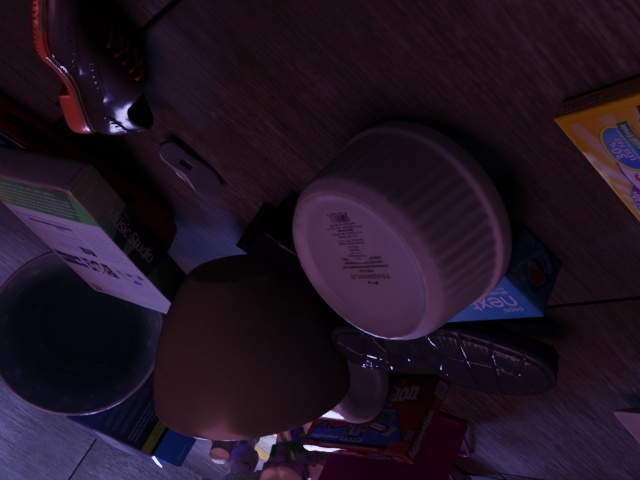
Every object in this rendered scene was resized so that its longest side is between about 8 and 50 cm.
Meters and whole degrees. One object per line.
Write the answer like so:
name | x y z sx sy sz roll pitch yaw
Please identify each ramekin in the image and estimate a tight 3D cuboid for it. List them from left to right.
ramekin | 0.068 -0.001 0.742 0.207 0.109 0.207 31 141 29

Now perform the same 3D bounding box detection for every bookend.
bookend | 0.000 0.000 0.924 0.157 0.072 0.156 34 152 -8

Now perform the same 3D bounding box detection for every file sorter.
file sorter | 0.123 0.448 1.345 0.202 0.290 0.182 15 153 27

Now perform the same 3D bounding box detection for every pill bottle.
pill bottle | 0.003 0.237 1.281 0.121 0.121 0.216 43 151 -25

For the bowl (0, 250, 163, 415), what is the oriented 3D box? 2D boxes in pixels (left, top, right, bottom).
bowl | -0.464 0.167 1.476 0.312 0.311 0.163 35 172 -11

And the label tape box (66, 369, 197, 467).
label tape box | -0.354 0.359 1.700 0.348 0.249 0.115 13 148 31

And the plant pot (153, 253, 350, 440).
plant pot | -0.108 0.127 1.089 0.284 0.284 0.190 6 109 39

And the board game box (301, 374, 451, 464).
board game box | 0.084 0.288 1.261 0.027 0.145 0.281 44 150 -20

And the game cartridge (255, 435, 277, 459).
game cartridge | -0.140 0.507 1.969 0.324 0.052 0.285 -6 136 48

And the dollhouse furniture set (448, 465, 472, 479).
dollhouse furniture set | 0.182 0.517 1.516 0.129 0.183 0.129 39 154 -16

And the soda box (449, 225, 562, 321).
soda box | 0.156 0.044 0.853 0.071 0.067 0.210 42 150 -23

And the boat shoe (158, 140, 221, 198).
boat shoe | -0.169 -0.092 0.983 0.100 0.035 0.035 39 179 -26

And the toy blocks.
toy blocks | -0.063 0.422 1.609 0.289 0.260 0.308 -9 115 11

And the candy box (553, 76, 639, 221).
candy box | 0.288 -0.047 0.608 0.206 0.027 0.105 42 154 -22

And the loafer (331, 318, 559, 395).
loafer | 0.157 0.118 0.971 0.303 0.095 0.109 4 134 34

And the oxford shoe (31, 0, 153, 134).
oxford shoe | -0.230 -0.205 0.802 0.099 0.096 0.271 8 156 -1

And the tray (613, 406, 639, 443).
tray | 0.500 0.238 0.890 0.270 0.030 0.145 -7 135 50

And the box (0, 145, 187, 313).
box | -0.340 -0.006 1.146 0.232 0.058 0.322 13 151 33

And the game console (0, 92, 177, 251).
game console | -0.425 -0.073 1.234 0.387 0.060 0.342 35 153 -10
